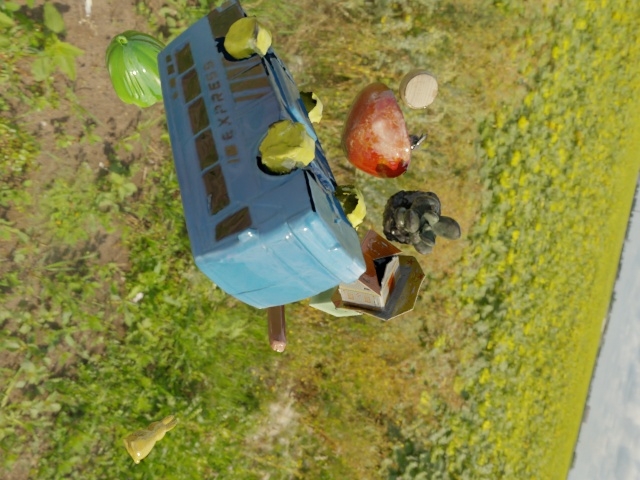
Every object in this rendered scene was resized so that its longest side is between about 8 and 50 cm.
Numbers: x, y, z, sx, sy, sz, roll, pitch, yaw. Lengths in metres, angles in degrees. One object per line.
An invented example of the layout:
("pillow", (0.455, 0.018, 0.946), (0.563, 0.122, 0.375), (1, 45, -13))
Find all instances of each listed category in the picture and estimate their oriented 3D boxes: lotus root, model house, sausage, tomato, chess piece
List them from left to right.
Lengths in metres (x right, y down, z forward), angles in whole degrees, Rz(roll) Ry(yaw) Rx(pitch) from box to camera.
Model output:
("lotus root", (-0.458, -0.447, 1.379), (0.186, 0.186, 0.186), (-33, 129, -53))
("sausage", (-0.080, 0.141, 1.025), (0.147, 0.035, 0.030), (-102, -164, -53))
("model house", (0.051, 0.122, 1.540), (0.127, 0.100, 0.149), (27, 61, -40))
("tomato", (0.117, -0.252, 1.353), (0.140, 0.200, 0.233), (-20, 91, -14))
("model house", (0.132, 0.057, 1.324), (0.219, 0.207, 0.136), (-57, 145, -38))
("chess piece", (0.209, -0.323, 1.198), (0.038, 0.084, 0.083), (-118, -158, -60))

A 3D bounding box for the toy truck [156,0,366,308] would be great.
("toy truck", (-0.073, -0.106, 0.647), (0.161, 0.162, 0.385), (44, 20, -52))

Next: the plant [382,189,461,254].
("plant", (0.232, -0.046, 1.366), (0.274, 0.146, 0.149), (-125, -148, -79))

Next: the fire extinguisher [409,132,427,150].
("fire extinguisher", (0.231, -0.267, 1.552), (0.045, 0.157, 0.078), (36, 87, -26))

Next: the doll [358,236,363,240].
("doll", (0.046, 0.024, 1.802), (0.262, 0.211, 0.093), (-5, 77, -20))

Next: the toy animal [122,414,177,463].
("toy animal", (-0.497, 0.579, 1.670), (0.159, 0.070, 0.083), (-32, 106, -44))
